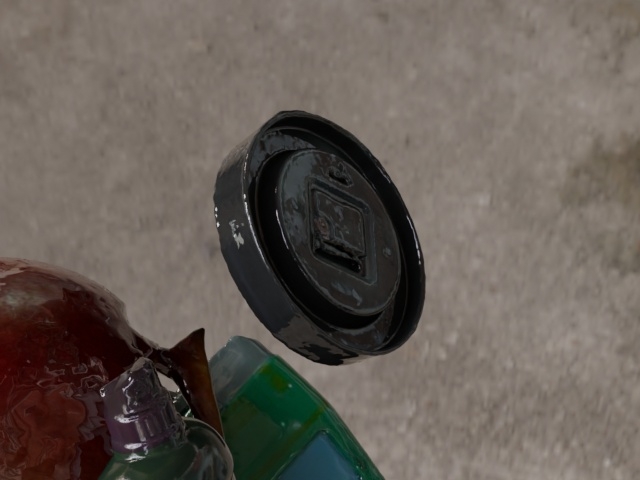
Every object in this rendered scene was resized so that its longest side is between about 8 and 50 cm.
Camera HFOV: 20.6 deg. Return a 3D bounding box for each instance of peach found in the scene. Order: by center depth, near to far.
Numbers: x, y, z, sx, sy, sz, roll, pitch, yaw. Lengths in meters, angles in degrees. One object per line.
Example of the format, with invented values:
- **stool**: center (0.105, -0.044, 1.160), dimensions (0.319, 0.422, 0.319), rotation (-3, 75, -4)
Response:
- **peach**: center (-0.250, 0.199, 1.169), dimensions (0.310, 0.335, 0.406), rotation (12, 60, -28)

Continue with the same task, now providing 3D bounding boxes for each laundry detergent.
- **laundry detergent**: center (-0.077, 0.174, 0.962), dimensions (0.078, 0.222, 0.144), rotation (-7, 22, 24)

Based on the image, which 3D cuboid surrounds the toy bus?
- **toy bus**: center (-0.065, 0.217, 1.436), dimensions (0.199, 0.343, 0.183), rotation (41, 76, 5)

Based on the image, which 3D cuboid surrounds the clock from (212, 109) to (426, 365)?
- **clock**: center (0.000, 0.000, 1.231), dimensions (0.040, 0.184, 0.184), rotation (-27, 43, 35)
